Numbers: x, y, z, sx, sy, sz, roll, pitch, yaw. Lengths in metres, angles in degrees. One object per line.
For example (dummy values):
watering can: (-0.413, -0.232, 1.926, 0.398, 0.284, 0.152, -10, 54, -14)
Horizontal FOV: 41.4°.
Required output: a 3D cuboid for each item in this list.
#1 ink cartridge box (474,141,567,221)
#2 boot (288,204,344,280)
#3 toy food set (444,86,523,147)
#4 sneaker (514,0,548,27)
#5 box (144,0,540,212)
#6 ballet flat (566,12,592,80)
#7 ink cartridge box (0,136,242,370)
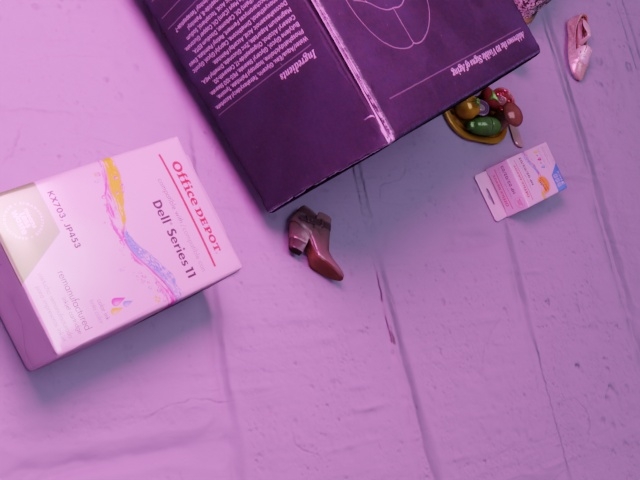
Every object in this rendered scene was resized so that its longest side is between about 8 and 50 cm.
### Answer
ink cartridge box: (0.395, -0.116, 1.666, 0.181, 0.061, 0.104, -25, 88, -40)
boot: (0.000, 0.000, 1.341, 0.118, 0.042, 0.087, 36, 53, -21)
toy food set: (0.340, -0.262, 1.674, 0.217, 0.071, 0.128, 4, 71, -36)
sneaker: (0.495, -0.611, 1.851, 0.158, 0.182, 0.410, 39, 54, -19)
box: (0.029, -0.375, 1.318, 0.480, 0.297, 0.472, -34, 94, -44)
ballet flat: (0.597, -0.450, 1.950, 0.057, 0.052, 0.168, 14, 65, -32)
ink cartridge box: (-0.248, -0.002, 1.104, 0.353, 0.119, 0.207, -27, 90, -40)
